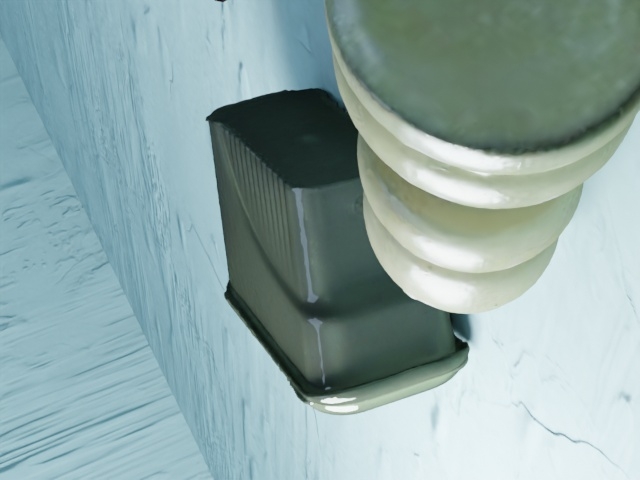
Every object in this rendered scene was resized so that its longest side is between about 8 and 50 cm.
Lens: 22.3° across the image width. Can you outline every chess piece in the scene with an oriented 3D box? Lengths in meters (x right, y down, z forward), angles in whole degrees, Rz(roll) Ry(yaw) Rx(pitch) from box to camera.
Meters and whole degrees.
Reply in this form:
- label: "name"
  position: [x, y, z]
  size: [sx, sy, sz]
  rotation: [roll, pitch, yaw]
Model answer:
- label: "chess piece"
  position: [0.079, -0.056, 0.876]
  size: [0.300, 0.167, 0.167]
  rotation: [93, 152, -67]

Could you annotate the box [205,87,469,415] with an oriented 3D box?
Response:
- label: "box"
  position: [0.000, 0.000, 1.276]
  size: [0.274, 0.138, 0.178]
  rotation: [-139, 36, -61]
